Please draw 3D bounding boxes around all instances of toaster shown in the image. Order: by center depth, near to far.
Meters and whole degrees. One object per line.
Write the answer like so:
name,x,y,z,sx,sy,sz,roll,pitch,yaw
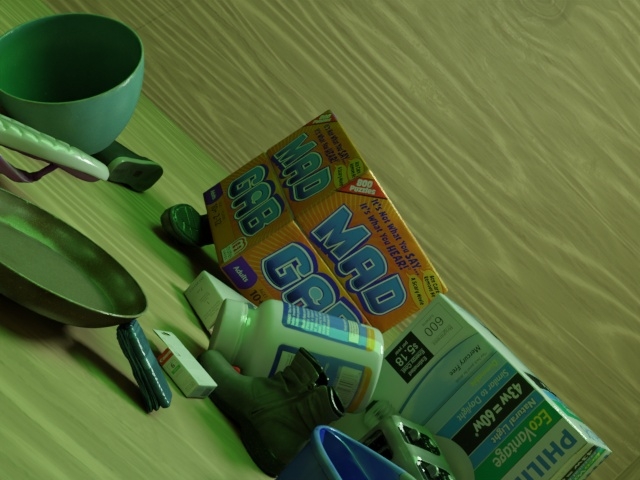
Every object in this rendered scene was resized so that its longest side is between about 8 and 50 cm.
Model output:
toaster,0.114,0.392,1.476,0.110,0.186,0.168,37,17,-37

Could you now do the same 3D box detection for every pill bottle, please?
pill bottle,-0.045,0.185,1.564,0.272,0.152,0.152,17,11,-10

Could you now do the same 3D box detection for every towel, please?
towel,-0.229,0.160,1.209,0.067,0.029,0.119,-117,-177,-83

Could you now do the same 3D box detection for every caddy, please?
caddy,0.073,0.380,1.179,0.241,0.179,0.341,41,7,-41

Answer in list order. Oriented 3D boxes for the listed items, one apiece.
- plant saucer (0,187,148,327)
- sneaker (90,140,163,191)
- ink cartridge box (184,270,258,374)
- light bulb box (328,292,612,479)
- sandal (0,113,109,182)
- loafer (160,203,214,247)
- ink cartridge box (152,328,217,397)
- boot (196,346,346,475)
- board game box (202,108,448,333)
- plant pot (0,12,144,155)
plant saucer,-0.362,0.021,1.189,0.310,0.050,0.310,36,6,-5
sneaker,-0.442,-0.185,2.112,0.118,0.083,0.222,45,7,16
ink cartridge box,-0.100,0.210,1.764,0.296,0.066,0.261,39,7,-40
light bulb box,0.245,0.356,1.653,0.361,0.358,0.225,46,8,30
sandal,-0.506,-0.144,1.359,0.416,0.102,0.169,22,5,-42
loafer,-0.297,-0.021,2.089,0.267,0.084,0.096,14,61,-72
ink cartridge box,-0.208,0.182,1.384,0.115,0.029,0.063,45,6,20
boot,-0.071,0.218,1.415,0.246,0.161,0.083,48,7,34
board game box,0.000,0.000,2.067,0.356,0.356,0.356,54,6,-30
plant pot,-0.479,-0.278,1.815,0.290,0.290,0.195,48,-29,34
